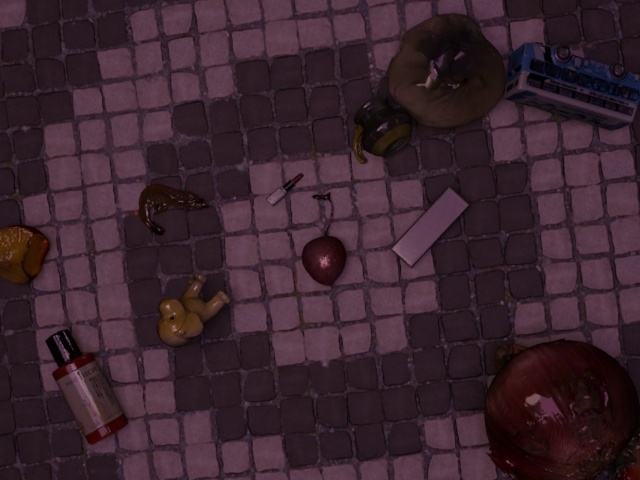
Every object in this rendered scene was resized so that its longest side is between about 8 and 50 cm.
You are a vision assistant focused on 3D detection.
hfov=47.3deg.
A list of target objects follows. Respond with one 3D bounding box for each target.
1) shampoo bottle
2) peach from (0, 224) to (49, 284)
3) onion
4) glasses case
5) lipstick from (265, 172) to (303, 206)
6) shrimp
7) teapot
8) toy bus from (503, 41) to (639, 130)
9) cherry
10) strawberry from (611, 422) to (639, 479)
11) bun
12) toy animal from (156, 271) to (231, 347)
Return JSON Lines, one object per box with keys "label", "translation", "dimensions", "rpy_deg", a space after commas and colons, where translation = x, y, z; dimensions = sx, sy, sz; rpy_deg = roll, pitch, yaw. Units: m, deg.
{"label": "shampoo bottle", "translation": [-0.574, 0.346, 1.764], "dimensions": [0.104, 0.104, 0.278], "rpy_deg": [-29, 88, 4]}
{"label": "peach", "translation": [-0.737, 0.024, 1.770], "dimensions": [0.151, 0.118, 0.151], "rpy_deg": [5, 129, 7]}
{"label": "onion", "translation": [0.512, 0.384, 1.588], "dimensions": [0.353, 0.353, 0.354], "rpy_deg": [0, 90, 4]}
{"label": "glasses case", "translation": [0.260, -0.031, 1.733], "dimensions": [0.071, 0.047, 0.205], "rpy_deg": [43, 93, 7]}
{"label": "lipstick", "translation": [-0.083, -0.126, 1.768], "dimensions": [0.107, 0.025, 0.025], "rpy_deg": [-40, 89, -3]}
{"label": "shrimp", "translation": [-0.364, -0.068, 1.784], "dimensions": [0.178, 0.034, 0.124], "rpy_deg": [15, 94, 5]}
{"label": "teapot", "translation": [0.134, -0.255, 1.714], "dimensions": [0.165, 0.130, 0.119], "rpy_deg": [-44, 70, 34]}
{"label": "toy bus", "translation": [0.572, -0.350, 1.654], "dimensions": [0.297, 0.106, 0.131], "rpy_deg": [15, 83, -7]}
{"label": "cherry", "translation": [0.000, 0.000, 1.740], "dimensions": [0.107, 0.090, 0.226], "rpy_deg": [-17, 71, 18]}
{"label": "strawberry", "translation": [0.780, 0.501, 1.676], "dimensions": [0.228, 0.098, 0.174], "rpy_deg": [15, 92, 1]}
{"label": "bun", "translation": [0.288, -0.385, 1.673], "dimensions": [0.272, 0.168, 0.273], "rpy_deg": [0, 90, -6]}
{"label": "toy animal", "translation": [-0.302, 0.162, 1.689], "dimensions": [0.121, 0.233, 0.169], "rpy_deg": [40, 85, -2]}
